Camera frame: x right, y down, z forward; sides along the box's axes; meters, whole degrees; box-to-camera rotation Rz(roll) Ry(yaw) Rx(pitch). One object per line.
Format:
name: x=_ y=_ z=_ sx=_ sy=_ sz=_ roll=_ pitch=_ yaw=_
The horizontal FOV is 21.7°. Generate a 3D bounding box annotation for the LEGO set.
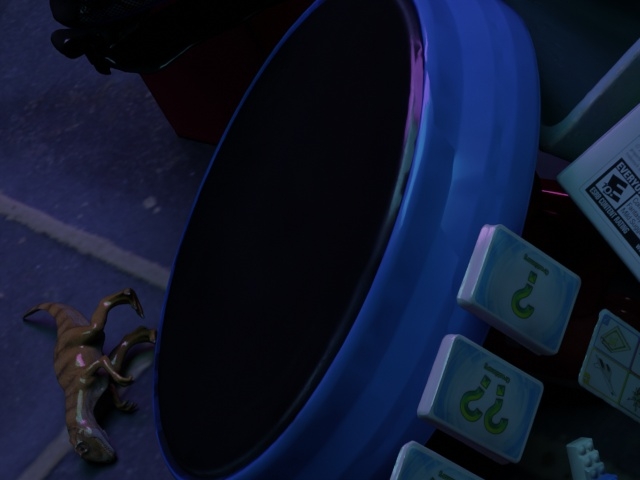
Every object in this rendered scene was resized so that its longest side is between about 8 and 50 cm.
LEGO set: x=0.157 y=0.124 z=0.946 sx=0.060 sy=0.244 sz=0.182 roll=1 pitch=65 yaw=52

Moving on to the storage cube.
storage cube: x=-0.049 y=-0.205 z=1.425 sx=0.215 sy=0.193 sz=0.183 roll=14 pitch=56 yaw=41

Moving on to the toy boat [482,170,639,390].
toy boat: x=0.129 y=-0.002 z=1.130 sx=0.231 sy=0.151 sz=0.151 roll=12 pitch=55 yaw=33

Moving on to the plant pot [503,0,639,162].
plant pot: x=0.287 y=-0.162 z=1.115 sx=0.247 sy=0.252 sz=0.247 roll=-48 pitch=32 yaw=27

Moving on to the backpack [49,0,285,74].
backpack: x=-0.092 y=-0.291 z=1.244 sx=0.263 sy=0.213 sz=0.276 roll=-13 pitch=39 yaw=3

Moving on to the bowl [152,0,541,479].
bowl: x=0.000 y=0.000 z=1.101 sx=0.391 sy=0.077 sz=0.391 roll=-48 pitch=30 yaw=40

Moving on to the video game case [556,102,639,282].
video game case: x=0.310 y=-0.012 z=0.933 sx=0.244 sy=0.061 sz=0.269 roll=-43 pitch=76 yaw=25

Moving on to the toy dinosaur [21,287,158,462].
toy dinosaur: x=-0.186 y=0.080 z=1.308 sx=0.112 sy=0.064 sz=0.211 roll=-29 pitch=39 yaw=3
